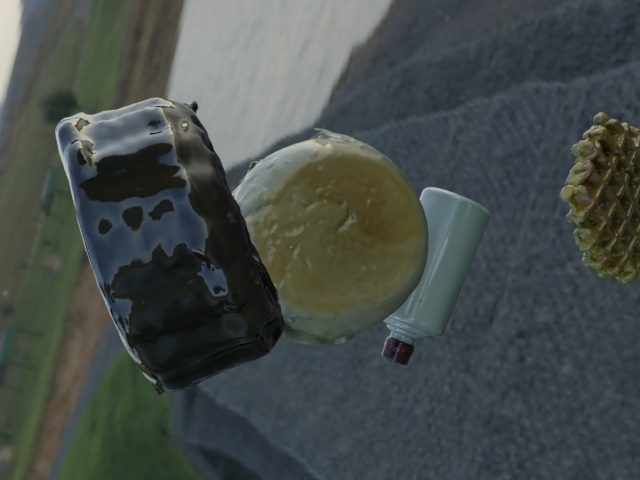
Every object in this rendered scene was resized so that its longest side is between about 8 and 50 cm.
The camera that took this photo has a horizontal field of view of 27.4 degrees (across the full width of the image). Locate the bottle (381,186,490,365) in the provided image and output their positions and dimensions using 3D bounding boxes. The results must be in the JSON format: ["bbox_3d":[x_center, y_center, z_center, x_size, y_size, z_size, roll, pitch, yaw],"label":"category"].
[{"bbox_3d":[0.146,0.055,1.820,0.104,0.104,0.245,174,119,-78],"label":"bottle"}]

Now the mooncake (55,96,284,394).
[{"bbox_3d":[-0.112,-0.002,0.993,0.228,0.124,0.228,161,90,-84],"label":"mooncake"}]

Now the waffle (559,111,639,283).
[{"bbox_3d":[0.327,-0.043,1.434,0.038,0.191,0.191,-9,64,45],"label":"waffle"}]

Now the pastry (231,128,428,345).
[{"bbox_3d":[0.001,-0.002,1.591,0.133,0.265,0.265,156,127,-74],"label":"pastry"}]
